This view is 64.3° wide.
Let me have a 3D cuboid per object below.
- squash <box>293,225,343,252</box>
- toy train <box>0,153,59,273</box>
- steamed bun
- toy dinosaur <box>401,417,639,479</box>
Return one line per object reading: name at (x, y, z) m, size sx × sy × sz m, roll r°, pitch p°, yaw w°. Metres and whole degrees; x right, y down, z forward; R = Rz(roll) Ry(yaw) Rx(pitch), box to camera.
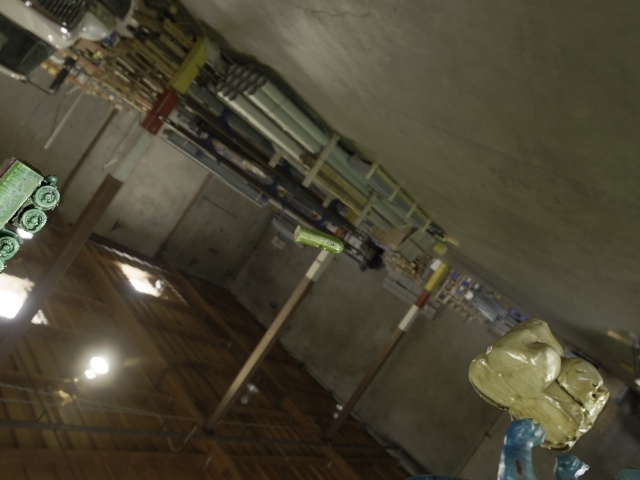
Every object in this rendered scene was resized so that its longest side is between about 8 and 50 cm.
squash at (0.000, 0.000, 0.806) m, size 0.083 × 0.028 × 0.027 m, roll 17°, pitch -173°, yaw -22°
toy train at (-0.351, -0.023, 0.561) m, size 0.071 × 0.148 × 0.038 m, roll 41°, pitch 175°, yaw -28°
steamed bun at (0.324, 0.198, 0.749) m, size 0.177 × 0.106 × 0.192 m, roll 36°, pitch 150°, yaw 30°
toy dinosaur at (0.188, 0.202, 0.352) m, size 0.329 × 0.144 × 0.076 m, roll 21°, pitch 153°, yaw 28°
